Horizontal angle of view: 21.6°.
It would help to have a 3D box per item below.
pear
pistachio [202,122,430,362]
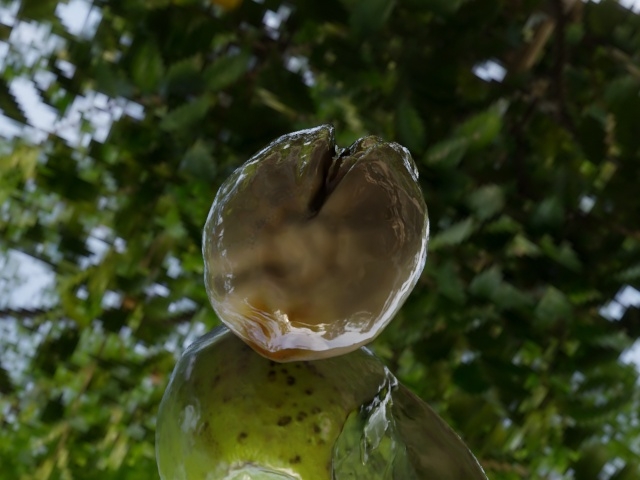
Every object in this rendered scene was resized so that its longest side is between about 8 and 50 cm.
[{"bbox_3d":[0.005,0.152,1.204,0.255,0.164,0.238,57,-154,-14],"label":"pear"},{"bbox_3d":[0.000,0.000,1.025,0.144,0.144,0.215,31,-159,5],"label":"pistachio"}]
